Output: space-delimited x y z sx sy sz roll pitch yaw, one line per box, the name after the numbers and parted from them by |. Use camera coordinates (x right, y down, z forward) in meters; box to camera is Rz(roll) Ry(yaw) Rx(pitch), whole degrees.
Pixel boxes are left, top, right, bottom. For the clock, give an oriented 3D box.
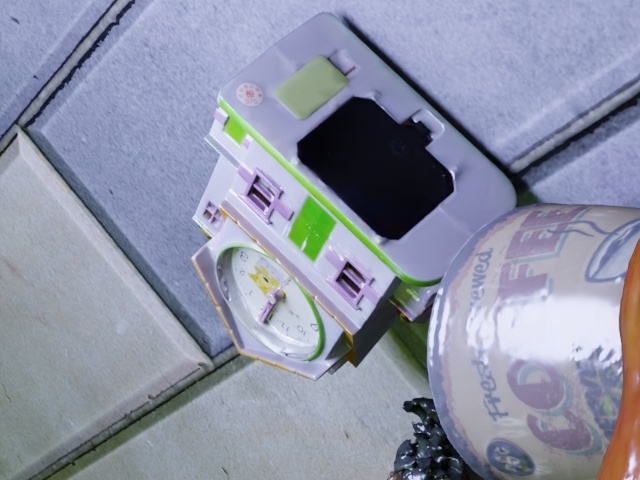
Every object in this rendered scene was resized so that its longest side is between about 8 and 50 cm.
0.000 0.000 1.672 0.235 0.166 0.309 44 149 10 | clock

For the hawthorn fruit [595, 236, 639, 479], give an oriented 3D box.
0.377 0.130 1.068 0.472 0.472 0.471 32 144 27 | hawthorn fruit

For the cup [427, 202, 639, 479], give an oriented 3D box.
0.226 0.117 1.375 0.227 0.301 0.257 15 171 -28 | cup

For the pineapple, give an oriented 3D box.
0.107 0.228 1.858 0.108 0.108 0.197 28 129 31 | pineapple
